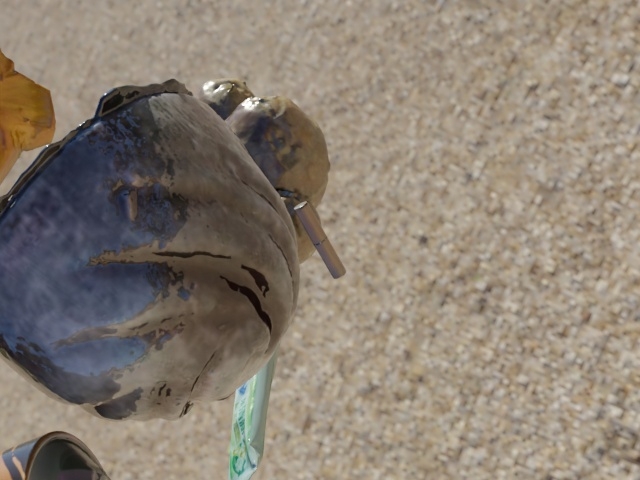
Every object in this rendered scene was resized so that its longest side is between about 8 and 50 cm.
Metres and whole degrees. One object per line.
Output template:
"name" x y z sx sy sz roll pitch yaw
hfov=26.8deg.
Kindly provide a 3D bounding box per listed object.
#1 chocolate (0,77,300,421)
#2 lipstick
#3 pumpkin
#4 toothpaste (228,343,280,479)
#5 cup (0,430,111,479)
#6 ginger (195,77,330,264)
"chocolate" -0.137 0.042 1.151 0.303 0.213 0.303 -45 -16 -16
"lipstick" 0.000 0.000 1.516 0.019 0.094 0.019 -27 14 7
"pumpkin" -0.493 -0.205 1.876 0.290 0.258 0.095 -55 11 -34
"toothpaste" -0.075 0.170 1.561 0.075 0.048 0.297 -53 21 39
"cup" -0.292 0.272 1.161 0.264 0.182 0.226 -16 1 14
"ginger" -0.085 -0.078 1.667 0.304 0.155 0.245 -163 75 -67
